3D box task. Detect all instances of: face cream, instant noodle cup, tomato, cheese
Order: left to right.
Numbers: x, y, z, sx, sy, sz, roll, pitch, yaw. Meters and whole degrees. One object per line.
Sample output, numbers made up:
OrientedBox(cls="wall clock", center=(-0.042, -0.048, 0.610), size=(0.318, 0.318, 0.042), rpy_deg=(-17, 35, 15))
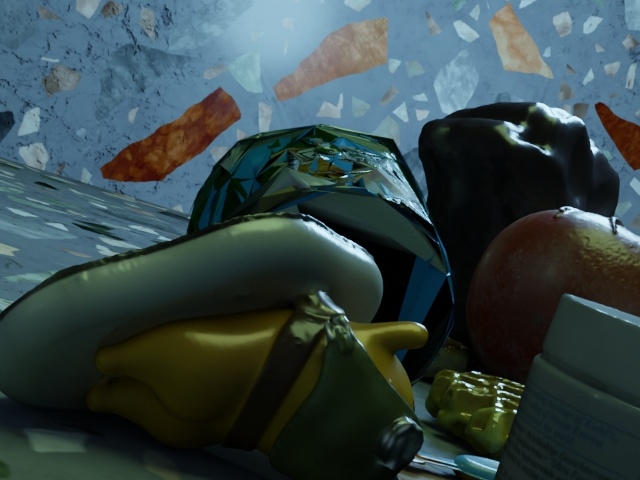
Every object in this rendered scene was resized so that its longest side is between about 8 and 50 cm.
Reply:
OrientedBox(cls="instant noodle cup", center=(0.001, 0.028, 0.760), size=(0.240, 0.240, 0.178), rpy_deg=(18, 10, -11))
OrientedBox(cls="cheese", center=(0.103, 0.163, 0.672), size=(0.111, 0.017, 0.047), rpy_deg=(18, -1, -13))
OrientedBox(cls="tomato", center=(0.302, 0.095, 1.106), size=(0.265, 0.264, 0.265), rpy_deg=(18, 2, -1))
OrientedBox(cls="face cream", center=(0.199, 0.130, 0.544), size=(0.177, 0.152, 0.177), rpy_deg=(18, 4, -1))

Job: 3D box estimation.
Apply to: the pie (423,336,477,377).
OrientedBox(cls="pie", center=(0.101, 0.128, 1.150), size=(0.195, 0.046, 0.195), rpy_deg=(17, 2, -1))

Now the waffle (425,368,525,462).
OrientedBox(cls="waffle", center=(0.218, 0.175, 0.819), size=(0.249, 0.056, 0.253), rpy_deg=(17, 1, -23))

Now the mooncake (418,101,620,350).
OrientedBox(cls="mooncake", center=(0.296, -0.016, 1.384), size=(0.212, 0.380, 0.351), rpy_deg=(-1, 10, 44))

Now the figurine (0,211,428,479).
OrientedBox(cls="figurine", center=(-0.043, 0.092, 0.520), size=(0.250, 0.166, 0.141), rpy_deg=(-10, 55, -28))
